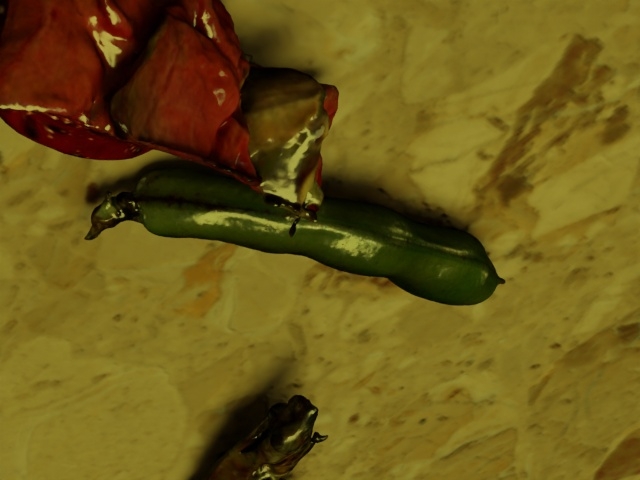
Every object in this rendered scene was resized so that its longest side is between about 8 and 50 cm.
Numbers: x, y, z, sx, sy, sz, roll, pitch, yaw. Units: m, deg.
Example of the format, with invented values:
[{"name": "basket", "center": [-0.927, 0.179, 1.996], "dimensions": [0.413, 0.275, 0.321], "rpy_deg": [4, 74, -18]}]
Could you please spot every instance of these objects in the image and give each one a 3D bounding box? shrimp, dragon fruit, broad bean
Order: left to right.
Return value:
[{"name": "dragon fruit", "center": [-0.069, -0.045, 0.735], "dimensions": [0.122, 0.092, 0.192], "rpy_deg": [-40, 136, 23]}, {"name": "shrimp", "center": [-0.001, 0.141, 1.014], "dimensions": [0.148, 0.035, 0.195], "rpy_deg": [7, 141, -24]}, {"name": "broad bean", "center": [0.002, -0.001, 0.854], "dimensions": [0.227, 0.039, 0.069], "rpy_deg": [12, 160, -27]}]
